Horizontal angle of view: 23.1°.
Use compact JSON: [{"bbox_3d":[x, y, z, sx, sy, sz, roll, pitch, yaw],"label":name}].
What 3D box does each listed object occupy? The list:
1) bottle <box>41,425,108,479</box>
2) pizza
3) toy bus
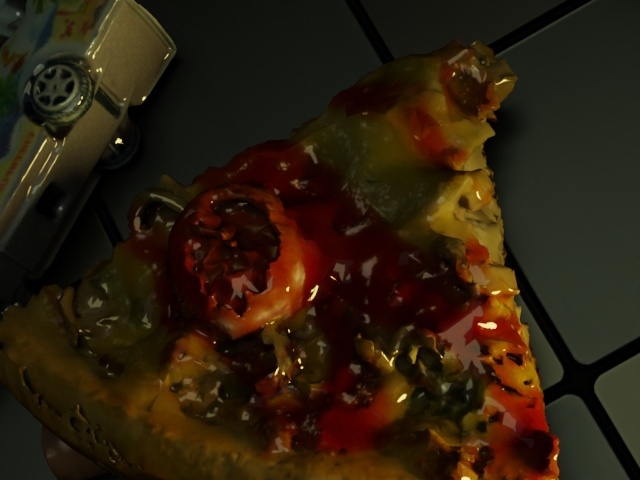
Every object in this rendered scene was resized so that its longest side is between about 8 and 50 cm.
[{"bbox_3d":[-0.129,0.133,1.133,0.140,0.053,0.053,-19,72,6],"label":"bottle"},{"bbox_3d":[0.000,0.000,1.073,0.439,0.130,0.406,13,62,27],"label":"pizza"},{"bbox_3d":[-0.245,-0.045,1.184,0.136,0.109,0.330,25,80,26],"label":"toy bus"}]
